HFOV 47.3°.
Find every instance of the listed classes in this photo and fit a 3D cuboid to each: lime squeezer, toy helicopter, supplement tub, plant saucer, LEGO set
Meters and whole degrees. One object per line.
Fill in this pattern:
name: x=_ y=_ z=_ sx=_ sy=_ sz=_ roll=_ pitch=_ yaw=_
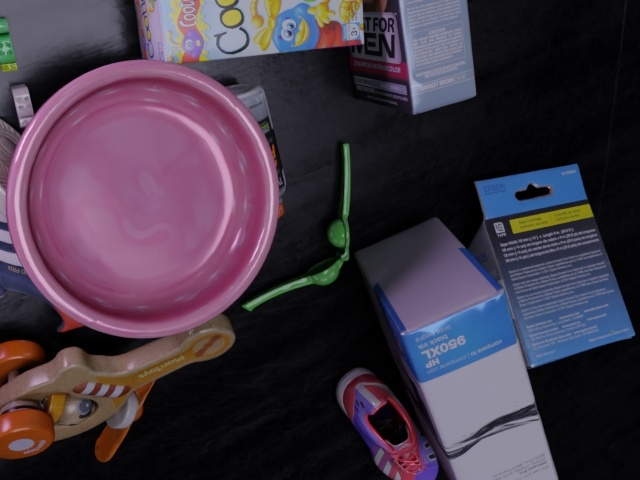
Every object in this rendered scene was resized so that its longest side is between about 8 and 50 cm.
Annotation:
lime squeezer: x=0.000 y=0.000 z=1.186 sx=0.110 sy=0.059 sz=0.310 roll=32 pitch=93 yaw=0
toy helicopter: x=-0.281 y=0.204 z=1.043 sx=0.355 sy=0.140 sz=0.235 roll=-25 pitch=143 yaw=1
supplement tub: x=-0.116 y=-0.119 z=1.043 sx=0.117 sy=0.117 sz=0.191 roll=-22 pitch=115 yaw=-18
plant saucer: x=-0.213 y=-0.050 z=0.900 sx=0.332 sy=0.084 sz=0.332 roll=-5 pitch=99 yaw=-31
LEGO set: x=-0.407 y=-0.236 z=0.876 sx=0.087 sy=0.093 sz=0.227 roll=-14 pitch=112 yaw=-21

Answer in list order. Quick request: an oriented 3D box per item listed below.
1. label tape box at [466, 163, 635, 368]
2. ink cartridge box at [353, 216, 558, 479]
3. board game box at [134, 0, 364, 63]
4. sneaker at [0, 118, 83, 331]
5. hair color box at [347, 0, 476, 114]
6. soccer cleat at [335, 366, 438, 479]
label tape box: x=0.400 y=0.047 z=1.335 sx=0.240 sy=0.106 sz=0.334 roll=-11 pitch=79 yaw=-23
ink cartridge box: x=0.219 y=0.205 z=1.203 sx=0.166 sy=0.285 sz=0.395 roll=-23 pitch=116 yaw=-2
board game box: x=-0.097 y=-0.322 z=0.972 sx=0.275 sy=0.142 sz=0.144 roll=-13 pitch=111 yaw=-22
sneaker: x=-0.401 y=-0.017 z=0.941 sx=0.148 sy=0.131 sz=0.350 roll=-32 pitch=108 yaw=16
hair color box: x=0.106 y=-0.383 z=1.026 sx=0.113 sy=0.185 sz=0.375 roll=-19 pitch=113 yaw=-19
soccer cleat: x=0.139 y=0.365 z=1.325 sx=0.108 sy=0.116 sz=0.318 roll=-38 pitch=119 yaw=-10
